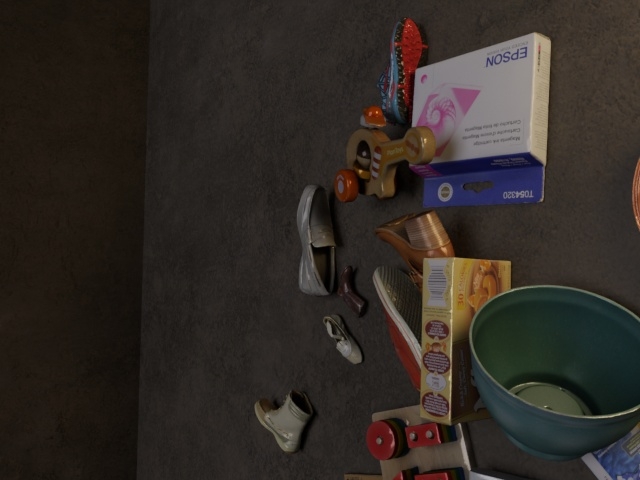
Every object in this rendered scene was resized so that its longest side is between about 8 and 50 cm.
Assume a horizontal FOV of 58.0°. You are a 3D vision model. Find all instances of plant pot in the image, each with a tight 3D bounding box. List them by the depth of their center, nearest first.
[{"bbox_3d":[0.394,0.241,0.976,0.293,0.293,0.196,42,146,46],"label":"plant pot"}]

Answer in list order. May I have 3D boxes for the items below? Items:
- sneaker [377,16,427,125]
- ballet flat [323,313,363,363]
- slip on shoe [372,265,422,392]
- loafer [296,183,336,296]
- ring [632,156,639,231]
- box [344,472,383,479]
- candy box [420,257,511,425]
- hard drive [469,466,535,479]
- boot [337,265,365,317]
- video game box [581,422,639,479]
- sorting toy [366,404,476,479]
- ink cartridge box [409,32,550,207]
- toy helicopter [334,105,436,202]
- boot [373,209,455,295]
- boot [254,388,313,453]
[{"bbox_3d":[0.184,-0.419,1.436,0.125,0.104,0.261,3,89,55],"label":"sneaker"},{"bbox_3d":[0.055,0.271,1.572,0.168,0.052,0.057,56,128,39],"label":"ballet flat"},{"bbox_3d":[0.201,0.204,1.342,0.101,0.123,0.331,-51,53,42],"label":"slip on shoe"},{"bbox_3d":[0.000,0.000,1.637,0.111,0.112,0.319,3,96,48],"label":"loafer"},{"bbox_3d":[0.641,-0.082,0.858,0.337,0.032,0.336,-6,83,53],"label":"ring"},{"bbox_3d":[0.138,0.673,1.447,0.201,0.021,0.164,-24,67,49],"label":"box"},{"bbox_3d":[0.293,0.194,1.159,0.087,0.183,0.316,-2,85,54],"label":"candy box"},{"bbox_3d":[0.381,0.611,1.092,0.203,0.040,0.307,-3,84,41],"label":"hard drive"},{"bbox_3d":[0.091,0.138,1.551,0.114,0.037,0.106,49,137,47],"label":"boot"},{"bbox_3d":[0.551,0.363,0.916,0.187,0.048,0.205,54,127,38],"label":"video game box"},{"bbox_3d":[0.214,0.504,1.290,0.255,0.089,0.257,-27,65,42],"label":"sorting toy"},{"bbox_3d":[0.331,-0.242,1.253,0.324,0.071,0.330,0,85,52],"label":"ink cartridge box"},{"bbox_3d":[0.155,-0.217,1.346,0.355,0.140,0.235,179,86,-66],"label":"toy helicopter"},{"bbox_3d":[0.232,0.048,1.337,0.220,0.109,0.283,68,160,-4],"label":"boot"},{"bbox_3d":[-0.110,0.510,1.746,0.213,0.077,0.165,40,119,41],"label":"boot"}]
